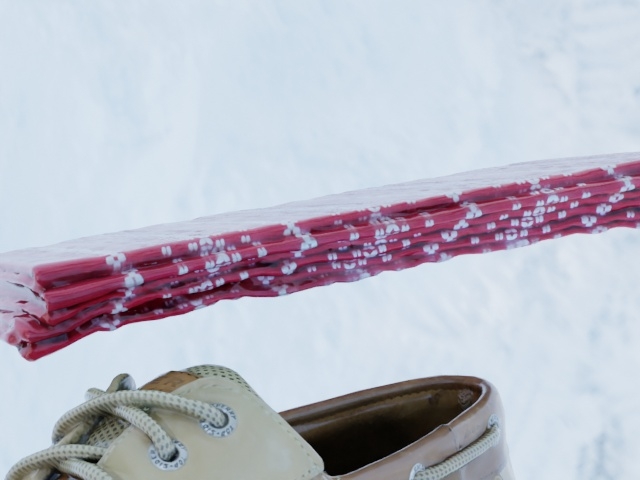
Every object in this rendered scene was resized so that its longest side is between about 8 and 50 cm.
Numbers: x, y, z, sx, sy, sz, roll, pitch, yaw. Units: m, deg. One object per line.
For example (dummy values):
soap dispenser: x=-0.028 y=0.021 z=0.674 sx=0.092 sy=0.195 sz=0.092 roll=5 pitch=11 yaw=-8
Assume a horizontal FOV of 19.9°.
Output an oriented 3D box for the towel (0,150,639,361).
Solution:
towel: x=0.000 y=0.000 z=0.695 sx=0.274 sy=0.199 sz=0.031 roll=-10 pitch=94 yaw=-19

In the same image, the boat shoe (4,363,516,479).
boat shoe: x=-0.051 y=0.098 z=0.576 sx=0.324 sy=0.122 sz=0.120 roll=-2 pitch=96 yaw=-48
